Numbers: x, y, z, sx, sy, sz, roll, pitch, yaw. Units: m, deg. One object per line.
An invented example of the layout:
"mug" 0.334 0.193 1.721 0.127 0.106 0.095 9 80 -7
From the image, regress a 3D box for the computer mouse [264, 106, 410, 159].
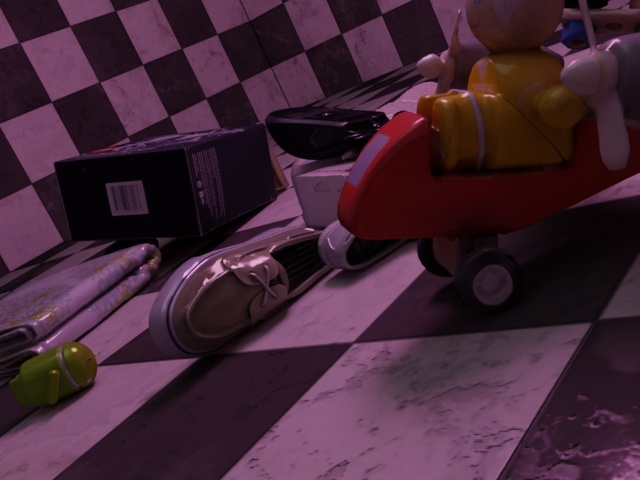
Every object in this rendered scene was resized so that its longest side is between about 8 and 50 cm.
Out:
"computer mouse" 0.025 -0.153 1.156 0.272 0.072 0.188 14 27 43

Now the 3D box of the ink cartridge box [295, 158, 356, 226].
"ink cartridge box" 0.082 -0.084 1.108 0.190 0.082 0.139 -23 16 -30

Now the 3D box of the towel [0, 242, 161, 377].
"towel" -0.510 0.137 1.430 0.320 0.090 0.374 -15 17 28

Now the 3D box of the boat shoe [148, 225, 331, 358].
"boat shoe" -0.084 0.047 0.953 0.094 0.109 0.302 -12 16 38

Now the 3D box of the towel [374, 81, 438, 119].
"towel" 0.223 -0.192 1.205 0.282 0.049 0.187 16 35 33

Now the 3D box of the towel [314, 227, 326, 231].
"towel" 0.000 0.000 1.134 0.119 0.029 0.067 -23 12 6

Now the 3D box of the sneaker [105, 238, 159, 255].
"sneaker" -0.399 0.012 1.696 0.097 0.084 0.234 -31 15 -32

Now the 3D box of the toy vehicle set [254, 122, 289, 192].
"toy vehicle set" -0.228 -0.154 1.835 0.266 0.166 0.035 -21 14 18

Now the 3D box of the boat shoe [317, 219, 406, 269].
"boat shoe" 0.104 -0.031 0.987 0.227 0.079 0.081 -35 25 -16

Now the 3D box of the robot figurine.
"robot figurine" -0.348 0.176 1.016 0.115 0.067 0.101 -26 5 -1

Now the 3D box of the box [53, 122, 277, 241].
"box" -0.323 -0.128 1.649 0.343 0.179 0.312 -2 14 26

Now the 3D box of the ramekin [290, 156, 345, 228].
"ramekin" 0.047 -0.114 1.309 0.207 0.109 0.207 -25 13 6

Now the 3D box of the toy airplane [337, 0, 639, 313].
"toy airplane" 0.232 -0.137 0.704 0.386 0.273 0.384 -10 21 40

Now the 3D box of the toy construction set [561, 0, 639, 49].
"toy construction set" 0.431 -0.239 0.933 0.237 0.257 0.309 10 57 48
